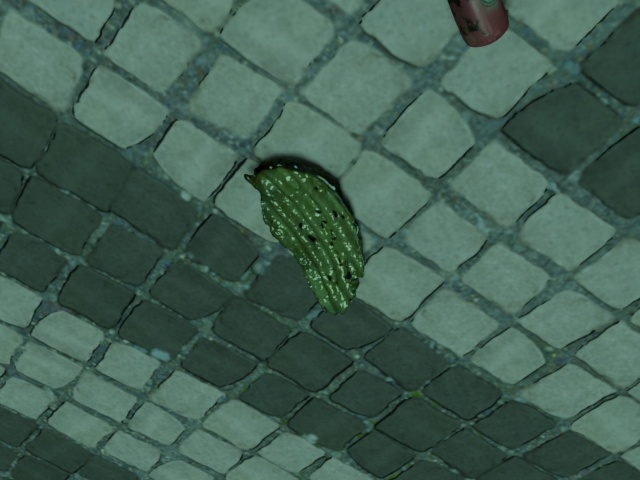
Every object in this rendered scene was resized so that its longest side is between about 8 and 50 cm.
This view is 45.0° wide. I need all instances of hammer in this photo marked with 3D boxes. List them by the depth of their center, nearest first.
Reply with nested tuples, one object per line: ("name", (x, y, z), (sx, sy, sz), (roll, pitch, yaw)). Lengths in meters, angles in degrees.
("hammer", (0.119, -0.191, 0.601), (0.043, 0.043, 0.083), (-16, 123, 22))

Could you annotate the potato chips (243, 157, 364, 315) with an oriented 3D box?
("potato chips", (0.000, 0.000, 0.786), (0.092, 0.028, 0.207), (-14, 123, 23))
